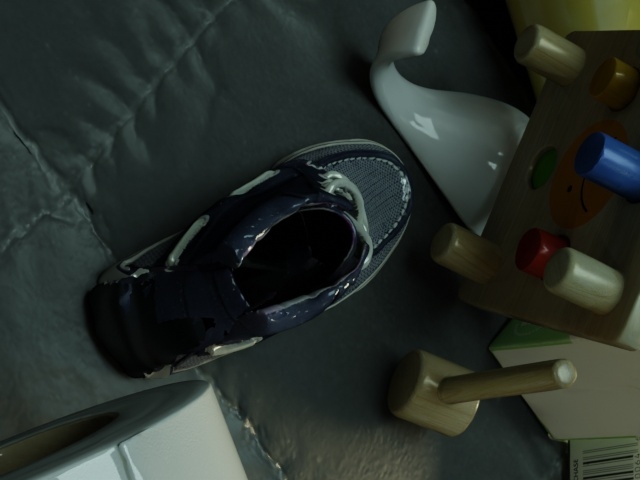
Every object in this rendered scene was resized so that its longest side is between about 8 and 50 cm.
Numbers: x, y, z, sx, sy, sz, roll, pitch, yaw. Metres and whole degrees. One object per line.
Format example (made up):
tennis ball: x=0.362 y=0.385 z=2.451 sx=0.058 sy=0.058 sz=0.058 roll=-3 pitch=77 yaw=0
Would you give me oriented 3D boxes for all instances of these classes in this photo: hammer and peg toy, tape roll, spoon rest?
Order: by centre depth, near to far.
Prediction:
tape roll: x=-0.148 y=0.202 z=1.030 sx=0.246 sy=0.246 sz=0.169 roll=-24 pitch=94 yaw=-46
hammer and peg toy: x=0.204 y=0.002 z=1.380 sx=0.127 sy=0.266 sz=0.361 roll=25 pitch=85 yaw=-24
spoon rest: x=0.123 y=-0.097 z=1.524 sx=0.276 sy=0.084 sz=0.137 roll=48 pitch=49 yaw=-41

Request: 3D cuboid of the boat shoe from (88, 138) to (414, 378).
boat shoe: x=0.000 y=0.000 z=1.299 sx=0.340 sy=0.158 sz=0.127 roll=-34 pitch=102 yaw=-45

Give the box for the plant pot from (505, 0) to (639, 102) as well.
plant pot: x=0.274 y=-0.226 z=1.596 sx=0.254 sy=0.254 sz=0.239 roll=-21 pitch=107 yaw=-46

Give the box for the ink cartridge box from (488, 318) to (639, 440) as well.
ink cartridge box: x=0.334 y=0.013 z=1.550 sx=0.353 sy=0.207 sz=0.119 roll=-47 pitch=110 yaw=-30

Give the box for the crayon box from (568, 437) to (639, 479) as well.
crayon box: x=0.356 y=0.371 z=1.576 sx=0.313 sy=0.106 sz=0.362 roll=20 pitch=64 yaw=-41
